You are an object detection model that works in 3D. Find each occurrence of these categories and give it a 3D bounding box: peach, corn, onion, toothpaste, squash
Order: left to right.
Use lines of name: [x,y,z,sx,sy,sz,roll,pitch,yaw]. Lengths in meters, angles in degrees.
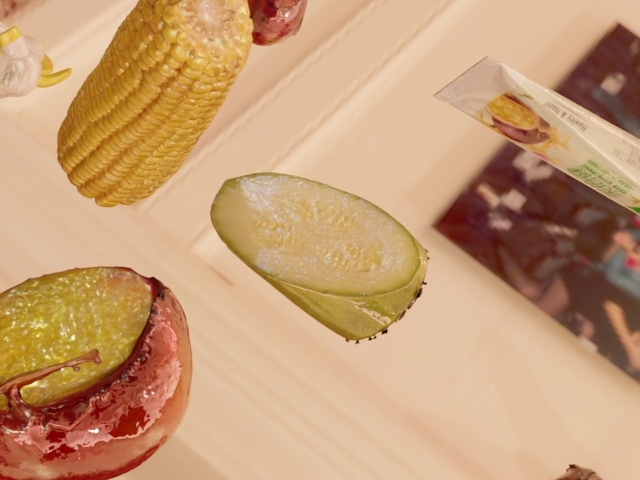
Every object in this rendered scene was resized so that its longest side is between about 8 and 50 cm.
peach: [-0.391,0.235,2.053,0.406,0.335,0.310,-27,131,-26]
corn: [-0.178,-0.146,1.352,0.144,0.144,0.387,-46,-175,-32]
onion: [-0.094,-0.322,1.649,0.140,0.150,0.150,-4,141,-32]
squash: [0.000,0.000,1.761,0.189,0.260,0.189,-37,-155,21]
toothpaste: [0.236,-0.055,0.987,0.058,0.314,0.056,-58,-162,21]

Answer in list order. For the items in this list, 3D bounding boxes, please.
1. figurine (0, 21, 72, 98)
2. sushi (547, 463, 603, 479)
figurine: [-0.419,-0.248,1.763,0.178,0.130,0.109,45,-62,58]
sushi: [0.311,0.386,1.673,0.212,0.115,0.147,-31,145,-48]
